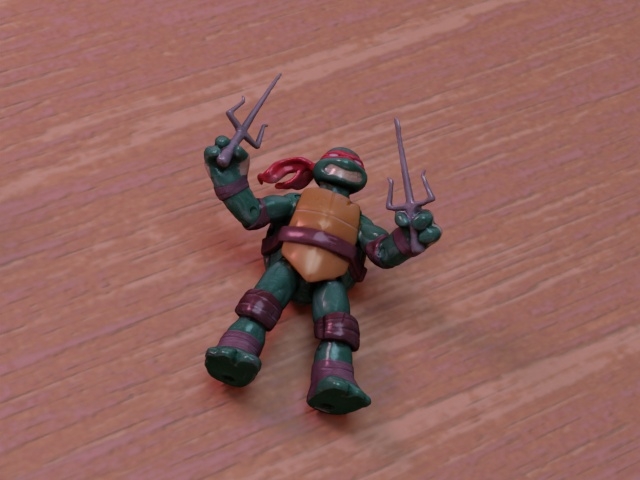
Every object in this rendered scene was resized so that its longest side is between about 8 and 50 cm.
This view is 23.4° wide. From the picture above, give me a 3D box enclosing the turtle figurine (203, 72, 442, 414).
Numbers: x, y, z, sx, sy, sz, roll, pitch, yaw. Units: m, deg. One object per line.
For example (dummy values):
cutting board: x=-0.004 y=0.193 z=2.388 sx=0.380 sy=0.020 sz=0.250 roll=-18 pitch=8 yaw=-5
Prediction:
turtle figurine: x=0.000 y=0.000 z=1.108 sx=0.175 sy=0.118 sz=0.234 roll=8 pitch=64 yaw=11
